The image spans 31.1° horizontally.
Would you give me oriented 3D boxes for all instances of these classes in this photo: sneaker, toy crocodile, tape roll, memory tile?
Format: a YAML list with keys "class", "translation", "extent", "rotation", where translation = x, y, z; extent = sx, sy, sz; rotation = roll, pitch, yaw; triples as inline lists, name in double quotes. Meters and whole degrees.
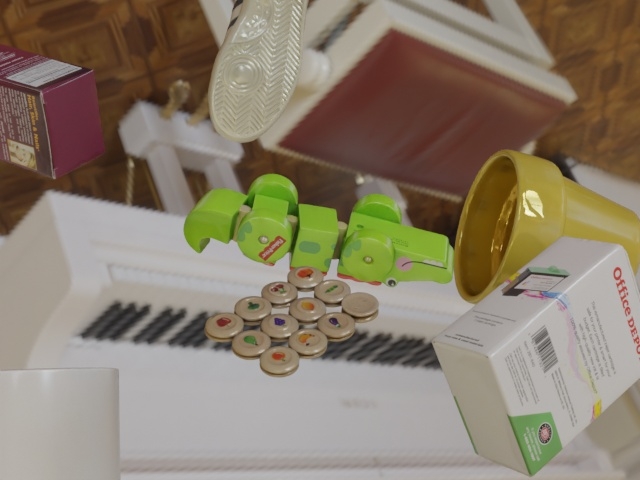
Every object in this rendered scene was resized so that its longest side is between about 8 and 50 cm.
- class: "sneaker"
  translation: [-0.086, -0.319, 1.766]
  extent: [0.131, 0.350, 0.148]
  rotation: [17, -178, -10]
- class: "toy crocodile"
  translation: [0.000, 0.000, 1.432]
  extent: [0.341, 0.115, 0.105]
  rotation: [11, 123, -3]
- class: "tape roll"
  translation: [-0.388, 0.255, 1.523]
  extent: [0.246, 0.169, 0.246]
  rotation: [-3, 174, 0]
- class: "memory tile"
  translation: [-0.026, 0.074, 1.103]
  extent: [0.148, 0.113, 0.012]
  rotation: [-30, 135, -37]

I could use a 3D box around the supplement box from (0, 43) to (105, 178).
- class: "supplement box"
  translation: [-0.338, -0.149, 1.277]
  extent: [0.081, 0.188, 0.104]
  rotation: [-36, 135, -45]

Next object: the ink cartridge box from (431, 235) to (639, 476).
- class: "ink cartridge box"
  translation: [0.312, 0.150, 1.570]
  extent: [0.278, 0.117, 0.201]
  rotation: [-35, 116, -27]

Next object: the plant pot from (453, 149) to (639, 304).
- class: "plant pot"
  translation: [0.369, 0.004, 1.839]
  extent: [0.239, 0.254, 0.254]
  rotation: [14, 139, -13]
